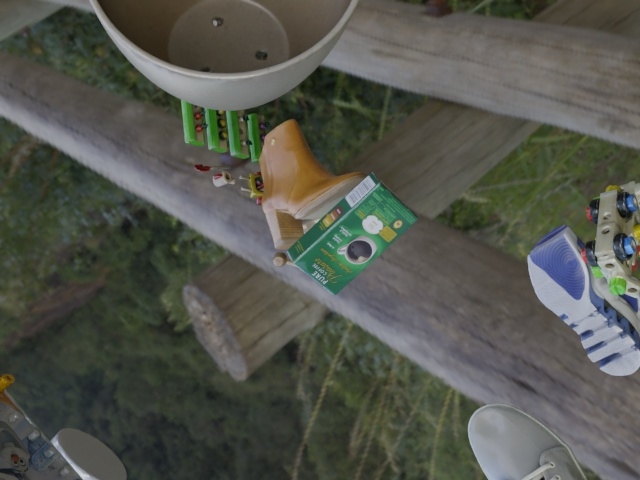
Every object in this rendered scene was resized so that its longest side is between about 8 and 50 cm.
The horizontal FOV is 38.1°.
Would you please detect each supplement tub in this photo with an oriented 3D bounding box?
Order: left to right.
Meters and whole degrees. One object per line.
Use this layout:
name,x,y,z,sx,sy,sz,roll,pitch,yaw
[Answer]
supplement tub,-0.536,0.535,1.857,0.191,0.272,0.191,38,-175,-3

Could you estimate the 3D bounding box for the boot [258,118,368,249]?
boot,-0.028,-0.129,1.669,0.295,0.104,0.211,-35,61,50

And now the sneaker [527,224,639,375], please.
sneaker,0.551,0.102,1.874,0.127,0.182,0.316,-31,97,38

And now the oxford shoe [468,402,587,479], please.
oxford shoe,0.440,0.492,1.784,0.449,0.169,0.130,55,-167,31

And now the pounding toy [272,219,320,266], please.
pounding toy,0.000,0.000,2.418,0.154,0.269,0.155,-123,10,-78

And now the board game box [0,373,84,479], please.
board game box,-0.450,0.368,1.306,0.390,0.050,0.390,50,-164,-4

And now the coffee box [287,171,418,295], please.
coffee box,0.049,-0.009,1.436,0.113,0.184,0.040,38,-167,-39

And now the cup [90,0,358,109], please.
cup,-0.118,-0.295,1.175,0.331,0.331,0.237,46,164,12

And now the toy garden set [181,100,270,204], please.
toy garden set,-0.176,-0.189,1.911,0.049,0.244,0.204,-16,74,34

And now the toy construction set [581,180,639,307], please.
toy construction set,0.585,0.019,1.721,0.151,0.328,0.215,-27,126,26
